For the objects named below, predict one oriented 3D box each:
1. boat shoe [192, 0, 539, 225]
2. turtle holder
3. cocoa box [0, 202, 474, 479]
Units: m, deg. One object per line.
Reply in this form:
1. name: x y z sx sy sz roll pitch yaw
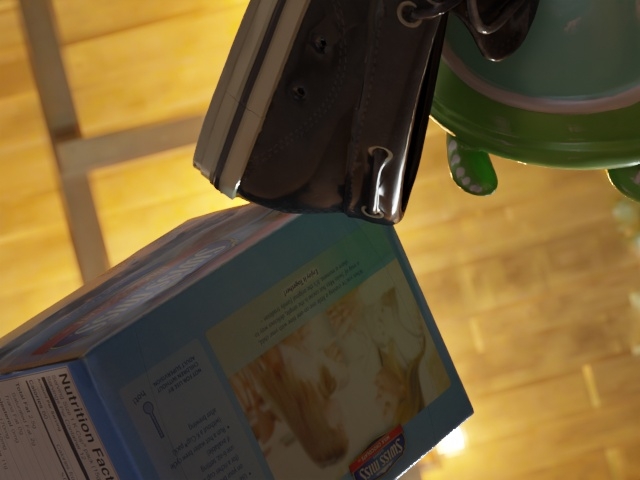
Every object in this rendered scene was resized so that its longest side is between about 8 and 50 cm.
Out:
1. boat shoe: 0.064 -0.189 1.045 0.187 0.156 0.500 -67 -179 -45
2. turtle holder: 0.156 -0.187 1.270 0.243 0.227 0.320 -37 -133 -26
3. cocoa box: -0.091 0.128 1.450 0.228 0.231 0.347 -15 -167 44
